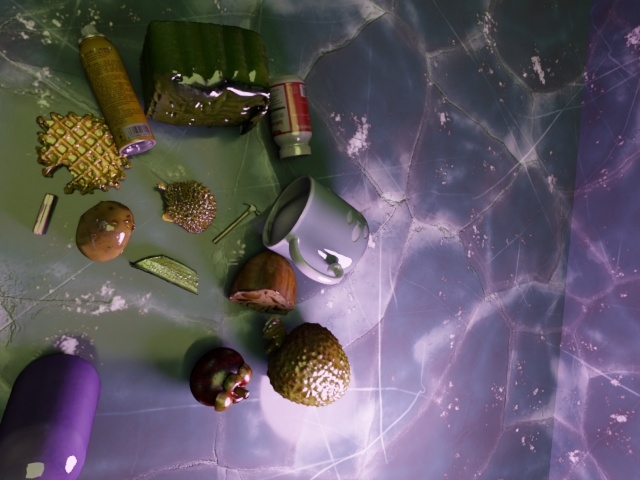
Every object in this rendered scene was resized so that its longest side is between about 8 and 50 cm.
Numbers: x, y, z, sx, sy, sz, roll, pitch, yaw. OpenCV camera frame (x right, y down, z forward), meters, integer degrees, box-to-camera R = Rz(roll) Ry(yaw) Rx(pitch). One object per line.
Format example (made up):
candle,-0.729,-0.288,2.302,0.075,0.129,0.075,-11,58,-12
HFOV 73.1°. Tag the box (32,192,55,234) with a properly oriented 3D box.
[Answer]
box,-0.740,-0.071,1.156,0.025,0.048,0.115,19,85,-29

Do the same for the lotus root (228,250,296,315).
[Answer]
lotus root,-0.180,0.128,1.391,0.188,0.198,0.180,59,29,-54

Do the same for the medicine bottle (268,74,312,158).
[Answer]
medicine bottle,-0.100,-0.398,1.408,0.131,0.131,0.251,-10,96,-25

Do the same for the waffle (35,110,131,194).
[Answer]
waffle,-0.652,-0.243,1.193,0.231,0.051,0.229,-8,92,-26

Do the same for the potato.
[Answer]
potato,-0.593,-0.026,1.187,0.137,0.137,0.176,22,85,-25

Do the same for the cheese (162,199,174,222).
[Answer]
cheese,-0.451,-0.111,1.311,0.047,0.017,0.111,12,87,-23

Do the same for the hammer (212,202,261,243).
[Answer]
hammer,-0.278,-0.056,1.397,0.182,0.017,0.062,-43,108,-17

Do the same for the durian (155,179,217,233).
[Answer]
durian,-0.391,-0.113,1.283,0.208,0.102,0.147,40,80,-31

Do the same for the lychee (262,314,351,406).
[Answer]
lychee,-0.048,0.393,1.392,0.319,0.270,0.270,14,86,-7

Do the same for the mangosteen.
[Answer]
mangosteen,-0.295,0.424,1.309,0.199,0.199,0.200,-1,92,-26

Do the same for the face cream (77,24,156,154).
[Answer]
face cream,-0.567,-0.415,1.180,0.104,0.105,0.349,-24,92,-23

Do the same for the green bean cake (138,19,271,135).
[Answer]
green bean cake,-0.325,-0.428,1.198,0.318,0.335,0.218,-6,85,-23

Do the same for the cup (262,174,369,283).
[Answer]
cup,0.000,0.000,1.360,0.274,0.357,0.259,29,122,-27

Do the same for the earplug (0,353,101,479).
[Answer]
earplug,-0.632,0.436,1.002,0.215,0.455,0.215,-3,96,-26

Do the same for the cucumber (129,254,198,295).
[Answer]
cucumber,-0.457,0.089,1.301,0.220,0.046,0.071,30,77,-25
